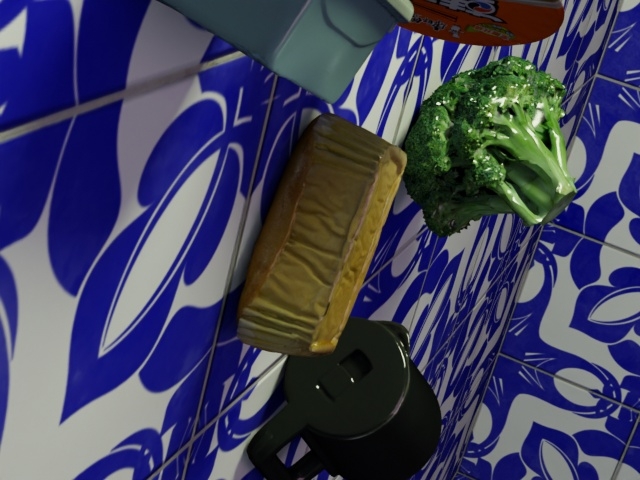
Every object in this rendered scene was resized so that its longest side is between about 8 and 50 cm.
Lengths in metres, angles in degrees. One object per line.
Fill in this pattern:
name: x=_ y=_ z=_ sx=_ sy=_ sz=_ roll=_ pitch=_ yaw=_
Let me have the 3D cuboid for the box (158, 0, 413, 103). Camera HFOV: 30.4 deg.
box: x=-0.031 y=-0.204 z=0.932 sx=0.130 sy=0.162 sz=0.227 roll=-59 pitch=164 yaw=8

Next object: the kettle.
kettle: x=0.032 y=0.243 z=1.733 sx=0.308 sy=0.262 sz=0.203 roll=60 pitch=19 yaw=-66

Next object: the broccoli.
broccoli: x=0.262 y=-0.127 z=1.789 sx=0.308 sy=0.275 sz=0.308 roll=-32 pitch=156 yaw=-17

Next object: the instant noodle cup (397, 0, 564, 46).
instant noodle cup: x=0.148 y=-0.338 z=1.207 sx=0.250 sy=0.250 sz=0.192 roll=48 pitch=56 yaw=-72

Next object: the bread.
bread: x=0.000 y=0.000 z=1.353 sx=0.288 sy=0.119 sz=0.152 roll=-69 pitch=161 yaw=1
